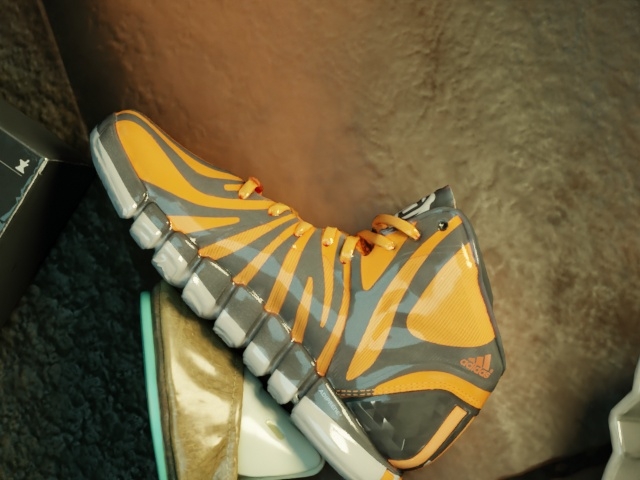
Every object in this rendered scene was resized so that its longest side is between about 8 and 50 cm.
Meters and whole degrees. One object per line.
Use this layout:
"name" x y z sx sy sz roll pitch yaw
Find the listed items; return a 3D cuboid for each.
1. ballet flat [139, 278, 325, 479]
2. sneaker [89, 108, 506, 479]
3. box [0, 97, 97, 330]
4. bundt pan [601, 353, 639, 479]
"ballet flat" -0.055 0.195 1.337 0.124 0.116 0.342 -3 84 2
"sneaker" 0.000 0.000 1.331 0.180 0.124 0.321 -42 89 7
"box" -0.322 -0.049 1.421 0.261 0.103 0.184 34 101 15
"bundt pan" 0.327 0.166 1.170 0.331 0.124 0.331 -5 83 49
